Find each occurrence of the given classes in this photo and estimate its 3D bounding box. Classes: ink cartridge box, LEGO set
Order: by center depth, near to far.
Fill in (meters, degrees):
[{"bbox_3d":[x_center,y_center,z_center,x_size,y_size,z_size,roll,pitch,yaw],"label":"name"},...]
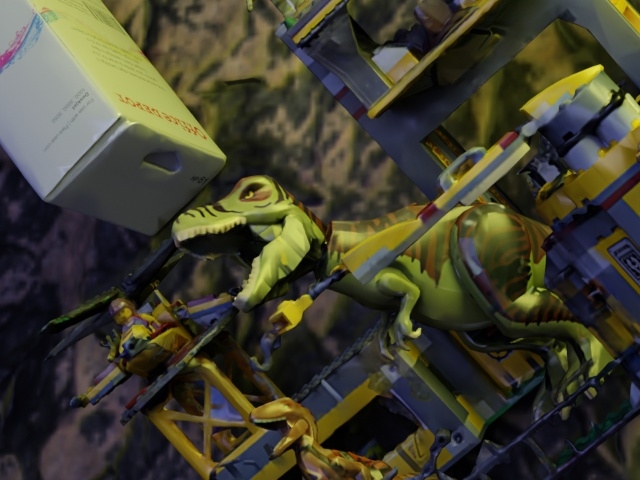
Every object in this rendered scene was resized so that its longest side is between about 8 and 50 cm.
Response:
[{"bbox_3d":[0.000,0.000,0.643,0.192,0.255,0.331,47,116,-1],"label":"LEGO set"},{"bbox_3d":[-0.107,-0.066,0.805,0.052,0.088,0.122,-46,64,12],"label":"ink cartridge box"}]
